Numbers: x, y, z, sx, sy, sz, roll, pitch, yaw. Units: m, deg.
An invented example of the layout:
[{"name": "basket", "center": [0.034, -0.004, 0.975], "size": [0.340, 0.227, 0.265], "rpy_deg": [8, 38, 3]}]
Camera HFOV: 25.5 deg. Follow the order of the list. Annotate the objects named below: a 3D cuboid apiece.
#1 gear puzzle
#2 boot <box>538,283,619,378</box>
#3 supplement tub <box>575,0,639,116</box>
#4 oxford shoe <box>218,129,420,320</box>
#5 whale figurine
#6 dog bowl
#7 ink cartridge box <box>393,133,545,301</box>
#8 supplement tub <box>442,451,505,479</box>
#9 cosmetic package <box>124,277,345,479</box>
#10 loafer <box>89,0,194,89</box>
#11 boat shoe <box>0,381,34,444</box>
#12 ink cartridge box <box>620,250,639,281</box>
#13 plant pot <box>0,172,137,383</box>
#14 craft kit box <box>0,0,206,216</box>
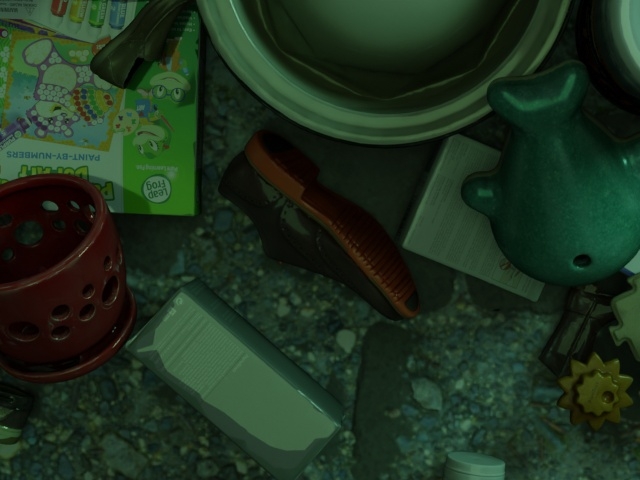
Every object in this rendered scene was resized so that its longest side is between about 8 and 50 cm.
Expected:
[{"name": "gear puzzle", "center": [0.409, 0.103, 1.533], "size": [0.339, 0.044, 0.175], "rpy_deg": [-25, 94, 5]}, {"name": "boot", "center": [0.314, 0.113, 1.605], "size": [0.106, 0.037, 0.114], "rpy_deg": [22, 92, 15]}, {"name": "supplement tub", "center": [0.365, -0.220, 1.441], "size": [0.193, 0.316, 0.193], "rpy_deg": [0, 93, 4]}, {"name": "oxford shoe", "center": [0.000, 0.000, 1.601], "size": [0.271, 0.097, 0.098], "rpy_deg": [46, 115, 4]}, {"name": "whale figurine", "center": [0.253, -0.059, 1.475], "size": [0.216, 0.141, 0.272], "rpy_deg": [-12, 136, 11]}, {"name": "dog bowl", "center": [0.071, -0.309, 1.517], "size": [0.408, 0.150, 0.408], "rpy_deg": [1, 101, 5]}, {"name": "ink cartridge box", "center": [0.192, -0.029, 1.612], "size": [0.179, 0.045, 0.145], "rpy_deg": [22, 94, -17]}, {"name": "supplement tub", "center": [0.170, 0.300, 1.609], "size": [0.071, 0.071, 0.107], "rpy_deg": [8, 94, 3]}, {"name": "cosmetic package", "center": [-0.090, 0.156, 1.588], "size": [0.238, 0.127, 0.107], "rpy_deg": [44, 95, 2]}, {"name": "loafer", "center": [-0.187, -0.223, 1.554], "size": [0.148, 0.056, 0.050], "rpy_deg": [-41, 91, 15]}, {"name": "boat shoe", "center": [-0.435, 0.155, 1.635], "size": [0.223, 0.080, 0.073], "rpy_deg": [30, 89, -4]}, {"name": "ink cartridge box", "center": [0.530, -0.025, 1.572], "size": [0.303, 0.072, 0.307], "rpy_deg": [32, 97, 0]}, {"name": "plant pot", "center": [-0.298, 0.050, 1.543], "size": [0.191, 0.191, 0.174], "rpy_deg": [-14, 128, 4]}, {"name": "craft kit box", "center": [-0.258, -0.154, 1.614], "size": [0.250, 0.061, 0.247], "rpy_deg": [2, 96, 3]}]
